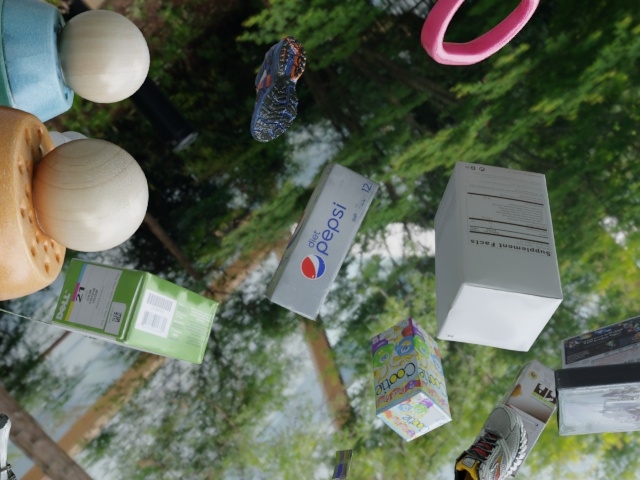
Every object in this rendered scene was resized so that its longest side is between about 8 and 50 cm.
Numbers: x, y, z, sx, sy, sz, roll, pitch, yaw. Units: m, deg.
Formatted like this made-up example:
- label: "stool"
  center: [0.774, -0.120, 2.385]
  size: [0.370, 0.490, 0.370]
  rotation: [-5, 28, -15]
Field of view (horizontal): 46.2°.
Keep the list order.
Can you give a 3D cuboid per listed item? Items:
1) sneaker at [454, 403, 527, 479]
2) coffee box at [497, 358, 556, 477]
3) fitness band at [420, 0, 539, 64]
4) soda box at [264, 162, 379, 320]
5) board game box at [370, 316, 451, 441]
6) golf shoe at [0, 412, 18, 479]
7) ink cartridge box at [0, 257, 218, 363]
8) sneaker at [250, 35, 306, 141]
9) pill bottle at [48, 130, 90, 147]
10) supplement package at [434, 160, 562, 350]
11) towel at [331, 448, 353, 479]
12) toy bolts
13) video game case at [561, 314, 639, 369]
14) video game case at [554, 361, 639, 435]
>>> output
- label: "sneaker"
  center: [0.300, 0.402, 1.358]
  size: [0.088, 0.093, 0.225]
  rotation: [9, -110, 50]
- label: "coffee box"
  center: [0.452, 0.404, 1.709]
  size: [0.246, 0.098, 0.141]
  rotation: [-56, 167, -10]
- label: "fitness band"
  center: [0.310, -0.433, 1.457]
  size: [0.291, 0.054, 0.209]
  rotation: [-13, 152, -49]
- label: "soda box"
  center: [0.000, 0.000, 1.421]
  size: [0.286, 0.098, 0.091]
  rotation: [-65, -168, -3]
- label: "board game box"
  center: [0.238, 0.367, 2.010]
  size: [0.142, 0.144, 0.275]
  rotation: [-33, -149, 23]
- label: "golf shoe"
  center: [-0.508, 0.375, 1.178]
  size: [0.077, 0.094, 0.198]
  rotation: [-21, -126, 57]
- label: "ink cartridge box"
  center: [-0.307, 0.092, 1.063]
  size: [0.255, 0.189, 0.096]
  rotation: [9, -103, 25]
- label: "sneaker"
  center: [-0.092, -0.294, 1.489]
  size: [0.087, 0.083, 0.221]
  rotation: [-3, -116, 51]
- label: "pill bottle"
  center: [-0.480, -0.148, 1.526]
  size: [0.117, 0.117, 0.215]
  rotation: [-40, 157, 9]
- label: "supplement package"
  center: [0.315, 0.027, 1.378]
  size: [0.177, 0.176, 0.292]
  rotation: [102, -5, -51]
- label: "towel"
  center: [0.043, 0.445, 1.492]
  size: [0.083, 0.010, 0.060]
  rotation: [140, -35, -65]
- label: "toy bolts"
  center: [-0.182, -0.045, 0.473]
  size: [0.159, 0.228, 0.218]
  rotation: [-5, 151, -6]
- label: "video game case"
  center: [0.620, 0.246, 1.633]
  size: [0.191, 0.022, 0.173]
  rotation: [-24, -159, 26]
- label: "video game case"
  center: [0.363, 0.177, 0.830]
  size: [0.196, 0.274, 0.026]
  rotation: [-8, -116, 15]
